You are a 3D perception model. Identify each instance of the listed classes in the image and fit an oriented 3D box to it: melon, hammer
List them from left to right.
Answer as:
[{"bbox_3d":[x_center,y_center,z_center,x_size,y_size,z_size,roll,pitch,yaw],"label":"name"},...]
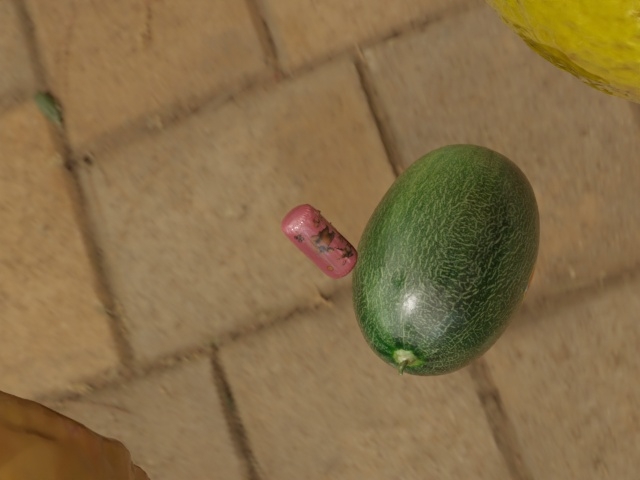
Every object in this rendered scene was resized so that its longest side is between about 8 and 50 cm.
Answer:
[{"bbox_3d":[0.000,0.000,1.731,0.043,0.043,0.083,-48,113,-4],"label":"hammer"},{"bbox_3d":[0.126,0.026,1.880,0.182,0.182,0.288,18,54,16],"label":"melon"}]

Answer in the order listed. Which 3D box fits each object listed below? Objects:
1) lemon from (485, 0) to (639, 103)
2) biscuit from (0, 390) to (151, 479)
[{"bbox_3d":[0.269,-0.250,1.237,0.387,0.350,0.350,36,83,-6],"label":"lemon"},{"bbox_3d":[-0.222,0.088,0.683,0.312,0.351,0.057,-7,70,31],"label":"biscuit"}]
